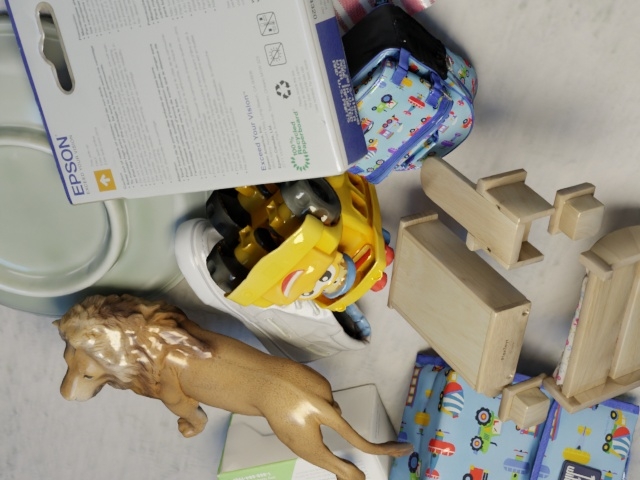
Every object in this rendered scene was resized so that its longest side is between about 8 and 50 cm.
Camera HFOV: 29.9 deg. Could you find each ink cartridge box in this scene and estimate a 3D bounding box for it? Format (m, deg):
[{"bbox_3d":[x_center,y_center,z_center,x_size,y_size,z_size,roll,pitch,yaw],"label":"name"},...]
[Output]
[{"bbox_3d":[-0.142,-0.207,1.133,0.330,0.071,0.324,-4,108,31],"label":"ink cartridge box"},{"bbox_3d":[0.028,0.371,1.579,0.207,0.119,0.353,-13,122,14],"label":"ink cartridge box"}]

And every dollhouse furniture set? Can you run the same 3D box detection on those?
[{"bbox_3d":[0.270,0.014,1.297,0.355,0.174,0.303,-15,130,-28],"label":"dollhouse furniture set"}]

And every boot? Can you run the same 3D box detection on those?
[{"bbox_3d":[-0.044,0.050,1.350,0.123,0.095,0.258,-14,140,31],"label":"boot"}]

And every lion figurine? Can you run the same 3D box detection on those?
[{"bbox_3d":[-0.096,0.162,1.356,0.392,0.142,0.240,8,153,16],"label":"lion figurine"}]

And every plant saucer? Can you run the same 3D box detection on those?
[{"bbox_3d":[-0.314,-0.047,1.324,0.400,0.100,0.401,3,127,4],"label":"plant saucer"}]

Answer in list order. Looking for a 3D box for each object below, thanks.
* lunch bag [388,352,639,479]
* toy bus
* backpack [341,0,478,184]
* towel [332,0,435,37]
[{"bbox_3d":[0.244,0.277,1.438,0.293,0.138,0.221,15,83,-16],"label":"lunch bag"},{"bbox_3d":[0.000,0.000,1.259,0.211,0.220,0.149,36,117,-27],"label":"toy bus"},{"bbox_3d":[0.077,-0.131,1.199,0.173,0.117,0.158,29,126,-36],"label":"backpack"},{"bbox_3d":[-0.004,-0.248,1.192,0.197,0.029,0.144,-27,119,20],"label":"towel"}]
